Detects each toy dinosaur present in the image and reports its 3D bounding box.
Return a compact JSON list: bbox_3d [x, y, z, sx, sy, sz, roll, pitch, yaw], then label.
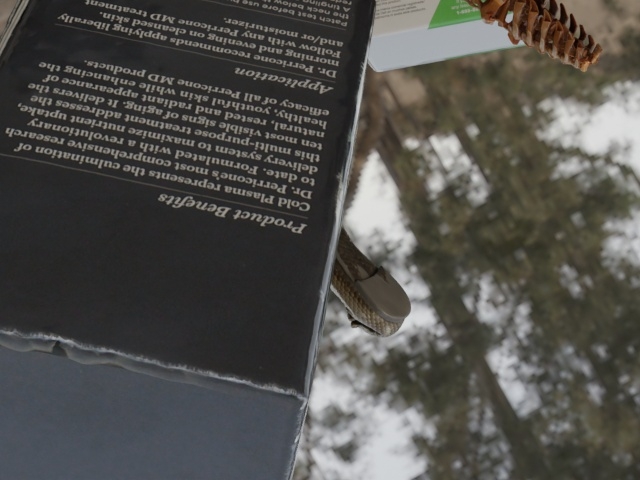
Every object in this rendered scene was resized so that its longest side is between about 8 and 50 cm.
[{"bbox_3d":[0.153,-0.265,1.176,0.164,0.322,0.218,-20,152,-43],"label":"toy dinosaur"}]

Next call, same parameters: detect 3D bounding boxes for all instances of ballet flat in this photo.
[{"bbox_3d":[0.000,0.000,1.517,0.084,0.250,0.058,-23,160,-49],"label":"ballet flat"}]

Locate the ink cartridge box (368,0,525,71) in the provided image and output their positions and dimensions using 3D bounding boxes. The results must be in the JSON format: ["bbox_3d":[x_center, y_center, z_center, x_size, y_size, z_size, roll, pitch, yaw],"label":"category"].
[{"bbox_3d":[0.143,-0.384,1.874,0.211,0.289,0.121,-8,164,16],"label":"ink cartridge box"}]

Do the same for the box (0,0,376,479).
[{"bbox_3d":[-0.152,0.086,1.212,0.472,0.297,0.480,-77,179,-48],"label":"box"}]
